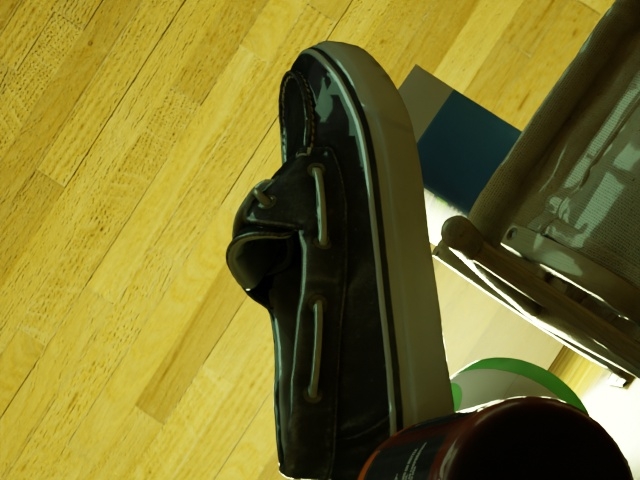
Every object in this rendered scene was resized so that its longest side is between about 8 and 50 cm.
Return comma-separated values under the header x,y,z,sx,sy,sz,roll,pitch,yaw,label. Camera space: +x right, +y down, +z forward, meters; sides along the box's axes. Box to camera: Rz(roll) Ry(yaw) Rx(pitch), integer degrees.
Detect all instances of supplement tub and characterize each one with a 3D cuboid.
x,y,z,sx,sy,sz,roll,pitch,yaw,label
0.078,0.140,0.855,0.106,0.106,0.198,-55,6,-17,supplement tub

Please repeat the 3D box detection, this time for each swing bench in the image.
x,y,z,sx,sy,sz,roll,pitch,yaw,label
0.206,-0.054,1.009,0.253,0.165,0.254,-56,-4,0,swing bench

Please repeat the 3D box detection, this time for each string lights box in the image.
x,y,z,sx,sy,sz,roll,pitch,yaw,label
0.153,-0.010,1.208,0.077,0.259,0.133,-56,-6,-12,string lights box

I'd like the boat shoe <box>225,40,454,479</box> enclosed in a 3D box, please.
x,y,z,sx,sy,sz,roll,pitch,yaw,label
0.000,0.000,1.050,0.121,0.119,0.335,106,159,-48,boat shoe

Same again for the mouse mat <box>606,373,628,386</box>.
x,y,z,sx,sy,sz,roll,pitch,yaw,label
0.286,0.058,1.385,0.153,0.007,0.189,-57,-6,-1,mouse mat

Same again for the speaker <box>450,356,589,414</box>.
x,y,z,sx,sy,sz,roll,pitch,yaw,label
0.072,0.202,1.033,0.296,0.131,0.131,-50,-9,-46,speaker
